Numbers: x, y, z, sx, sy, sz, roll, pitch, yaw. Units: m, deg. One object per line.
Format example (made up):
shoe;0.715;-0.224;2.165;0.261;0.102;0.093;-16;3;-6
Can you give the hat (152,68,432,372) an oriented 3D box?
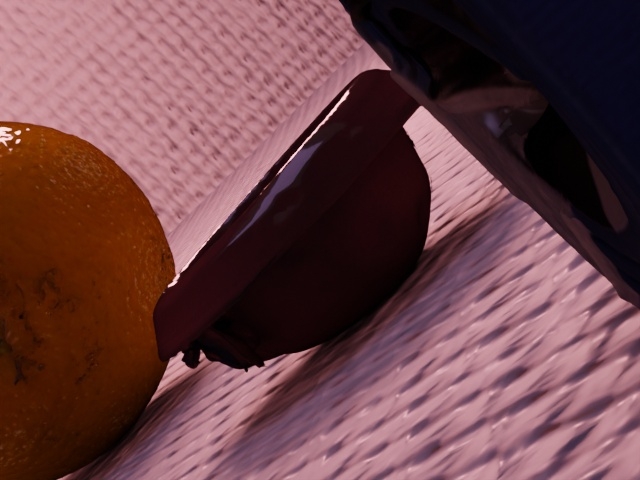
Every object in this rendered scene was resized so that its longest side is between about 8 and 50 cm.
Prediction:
hat;0.000;0.000;1.044;0.205;0.089;0.205;-47;4;4

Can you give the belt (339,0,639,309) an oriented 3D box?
belt;0.073;-0.080;0.516;0.117;0.212;0.347;-43;9;2

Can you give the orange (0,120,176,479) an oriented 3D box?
orange;-0.230;0.047;1.401;0.274;0.274;0.274;-42;6;5
